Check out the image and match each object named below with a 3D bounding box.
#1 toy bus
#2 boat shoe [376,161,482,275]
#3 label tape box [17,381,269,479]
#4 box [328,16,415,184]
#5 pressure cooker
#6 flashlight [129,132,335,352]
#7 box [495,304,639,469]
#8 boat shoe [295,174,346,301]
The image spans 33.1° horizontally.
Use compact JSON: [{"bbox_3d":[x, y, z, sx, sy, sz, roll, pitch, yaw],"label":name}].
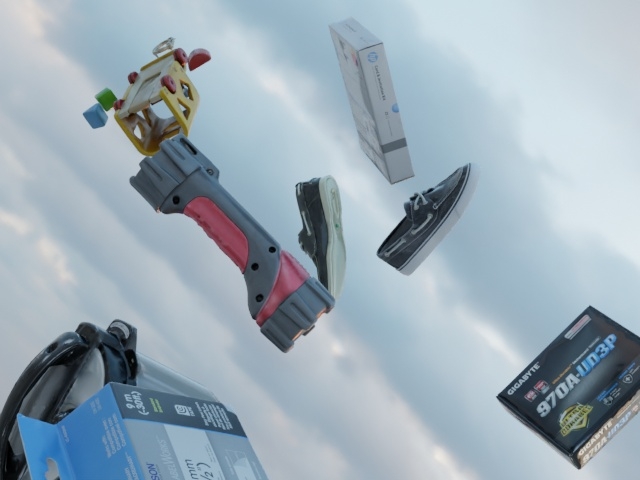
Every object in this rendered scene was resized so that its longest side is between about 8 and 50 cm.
[{"bbox_3d":[-0.236,-0.211,1.635,0.191,0.202,0.104,13,-38,55],"label":"toy bus"},{"bbox_3d":[0.225,-0.059,2.288,0.102,0.108,0.301,30,-59,-12],"label":"boat shoe"},{"bbox_3d":[-0.256,0.338,1.617,0.347,0.115,0.249,19,23,-36],"label":"label tape box"},{"bbox_3d":[0.065,-0.184,1.400,0.145,0.038,0.186,-121,-168,-62],"label":"box"},{"bbox_3d":[-0.428,0.377,2.101,0.375,0.370,0.420,-31,-44,27],"label":"pressure cooker"},{"bbox_3d":[-0.118,0.006,1.381,0.304,0.103,0.103,44,26,5],"label":"flashlight"},{"bbox_3d":[0.413,0.226,1.681,0.175,0.220,0.051,39,-12,48],"label":"box"},{"bbox_3d":[0.000,0.000,1.983,0.079,0.233,0.084,-8,-3,22],"label":"boat shoe"}]
